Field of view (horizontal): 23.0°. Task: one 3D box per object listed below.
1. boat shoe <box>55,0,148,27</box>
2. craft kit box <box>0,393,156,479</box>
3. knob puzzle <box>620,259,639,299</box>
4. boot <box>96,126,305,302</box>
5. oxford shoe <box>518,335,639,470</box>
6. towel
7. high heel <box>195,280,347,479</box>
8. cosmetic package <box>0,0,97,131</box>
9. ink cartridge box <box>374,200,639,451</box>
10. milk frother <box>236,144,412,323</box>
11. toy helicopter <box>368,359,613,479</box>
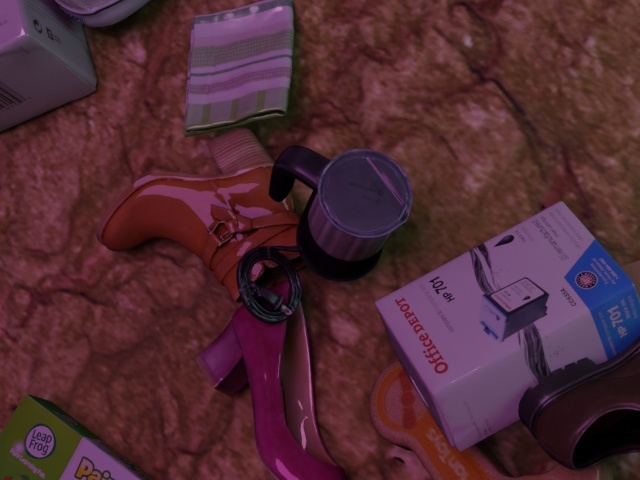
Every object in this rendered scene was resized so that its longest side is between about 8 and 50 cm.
[{"bbox_3d":[-0.142,-0.380,1.570,0.367,0.156,0.136,-39,67,-4],"label":"boat shoe"},{"bbox_3d":[-0.249,0.314,1.491,0.250,0.061,0.246,31,85,25],"label":"craft kit box"},{"bbox_3d":[0.360,0.089,1.328,0.213,0.030,0.213,-5,77,22],"label":"knob puzzle"},{"bbox_3d":[-0.113,-0.002,1.518,0.197,0.073,0.152,-32,70,13],"label":"boot"},{"bbox_3d":[0.282,0.121,1.268,0.227,0.083,0.096,-30,39,-2],"label":"oxford shoe"},{"bbox_3d":[-0.082,-0.174,1.553,0.113,0.023,0.152,-13,51,18],"label":"towel"},{"bbox_3d":[-0.009,0.151,1.433,0.117,0.082,0.244,-43,56,6],"label":"high heel"},{"bbox_3d":[-0.402,-0.308,1.672,0.217,0.156,0.385,-22,67,14],"label":"cosmetic package"},{"bbox_3d":[0.162,0.071,1.335,0.191,0.082,0.139,-27,38,-4],"label":"ink cartridge box"},{"bbox_3d":[0.000,0.000,1.409,0.129,0.135,0.143,16,70,-3],"label":"milk frother"},{"bbox_3d":[0.142,0.248,1.337,0.235,0.140,0.355,-47,53,13],"label":"toy helicopter"}]
